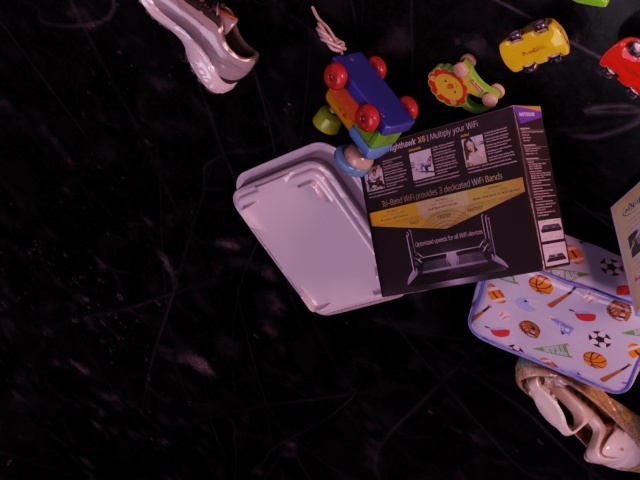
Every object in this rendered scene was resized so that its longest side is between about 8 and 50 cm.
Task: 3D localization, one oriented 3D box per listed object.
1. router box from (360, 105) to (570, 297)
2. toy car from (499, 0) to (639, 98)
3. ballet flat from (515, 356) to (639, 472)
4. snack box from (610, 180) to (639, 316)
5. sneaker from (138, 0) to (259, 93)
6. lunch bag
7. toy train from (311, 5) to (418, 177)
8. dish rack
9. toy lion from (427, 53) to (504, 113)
[{"bbox_3d":[0.210,-0.054,1.693,0.309,0.081,0.243,-12,87,42],"label":"router box"},{"bbox_3d":[0.361,-0.306,1.460,0.239,0.053,0.225,17,135,22],"label":"toy car"},{"bbox_3d":[0.464,0.312,1.902,0.348,0.123,0.123,44,139,-7],"label":"ballet flat"},{"bbox_3d":[0.521,-0.047,1.481,0.060,0.187,0.322,12,145,-21],"label":"snack box"},{"bbox_3d":[-0.201,-0.370,1.787,0.108,0.100,0.271,-27,113,32],"label":"sneaker"},{"bbox_3d":[0.388,0.110,1.775,0.303,0.115,0.243,24,139,15],"label":"lunch bag"},{"bbox_3d":[0.030,-0.228,1.721,0.248,0.105,0.143,55,136,21],"label":"toy train"},{"bbox_3d":[0.000,0.000,1.988,0.285,0.072,0.333,-18,114,45],"label":"dish rack"},{"bbox_3d":[0.212,-0.229,1.658,0.100,0.034,0.096,44,146,-7],"label":"toy lion"}]
